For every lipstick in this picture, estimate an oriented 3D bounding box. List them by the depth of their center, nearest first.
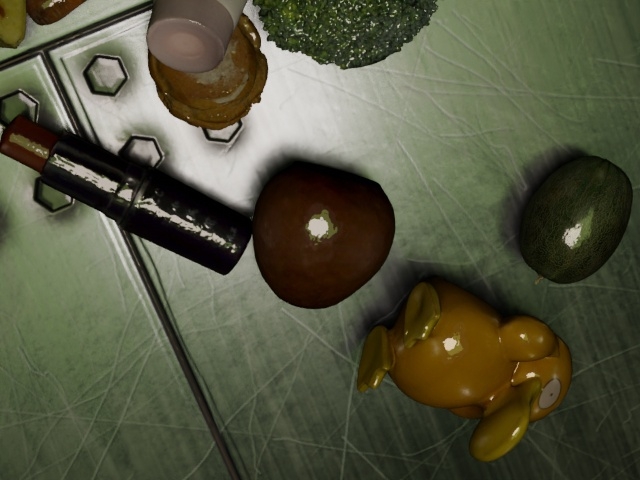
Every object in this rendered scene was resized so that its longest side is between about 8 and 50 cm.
[{"bbox_3d":[-0.217,-0.053,1.365,0.300,0.081,0.081,26,98,-12],"label":"lipstick"}]

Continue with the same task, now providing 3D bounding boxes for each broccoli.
[{"bbox_3d":[0.046,-0.292,1.300,0.176,0.198,0.226,8,71,24],"label":"broccoli"}]

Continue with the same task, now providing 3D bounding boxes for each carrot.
[{"bbox_3d":[-0.239,-0.297,1.325,0.191,0.047,0.047,-33,104,0],"label":"carrot"}]

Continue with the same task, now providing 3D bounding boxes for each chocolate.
[{"bbox_3d":[0.000,0.000,1.363,0.177,0.177,0.177,-2,103,-7],"label":"chocolate"}]

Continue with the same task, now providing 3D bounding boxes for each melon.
[{"bbox_3d":[0.296,-0.019,1.418,0.114,0.114,0.167,31,95,-12],"label":"melon"}]

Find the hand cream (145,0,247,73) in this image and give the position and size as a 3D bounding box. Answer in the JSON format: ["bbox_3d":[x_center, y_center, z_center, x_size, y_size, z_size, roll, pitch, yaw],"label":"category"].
[{"bbox_3d":[-0.112,-0.292,1.278,0.133,0.083,0.248,18,58,-14],"label":"hand cream"}]

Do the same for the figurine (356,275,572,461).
[{"bbox_3d":[0.180,0.139,1.414,0.228,0.215,0.215,41,95,-2],"label":"figurine"}]

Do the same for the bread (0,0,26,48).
[{"bbox_3d":[-0.468,-0.272,1.214,0.361,0.077,0.138,-1,96,-34],"label":"bread"}]

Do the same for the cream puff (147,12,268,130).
[{"bbox_3d":[-0.123,-0.189,1.330,0.126,0.103,0.144,-17,77,-5],"label":"cream puff"}]
